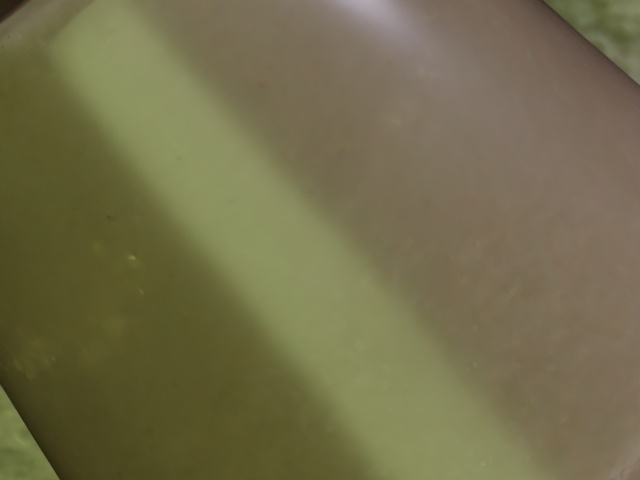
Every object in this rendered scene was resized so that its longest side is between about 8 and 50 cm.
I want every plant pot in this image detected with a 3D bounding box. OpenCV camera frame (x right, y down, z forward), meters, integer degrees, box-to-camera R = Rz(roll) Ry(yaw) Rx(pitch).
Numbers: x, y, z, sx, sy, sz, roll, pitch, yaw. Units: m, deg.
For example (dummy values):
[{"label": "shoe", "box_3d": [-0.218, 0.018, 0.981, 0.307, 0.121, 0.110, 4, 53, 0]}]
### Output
[{"label": "plant pot", "box_3d": [0.000, 0.000, 0.454, 0.263, 0.263, 0.229, -36, 109, 10]}]
